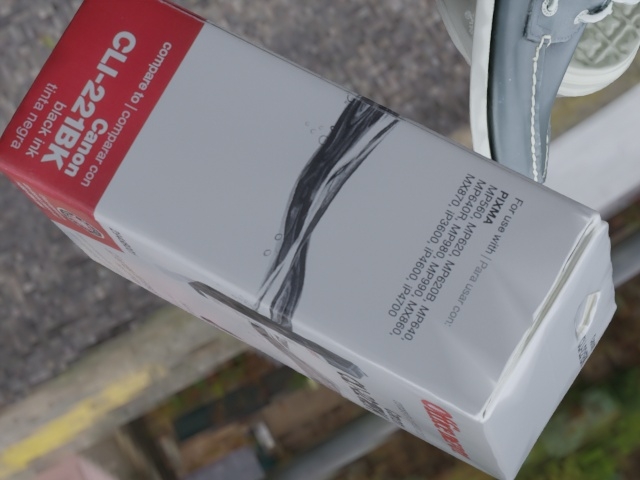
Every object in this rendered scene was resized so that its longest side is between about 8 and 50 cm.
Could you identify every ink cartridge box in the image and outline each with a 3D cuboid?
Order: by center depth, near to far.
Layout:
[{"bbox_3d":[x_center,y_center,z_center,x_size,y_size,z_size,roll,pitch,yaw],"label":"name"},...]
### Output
[{"bbox_3d":[0.000,0.000,0.993,0.114,0.273,0.197,-61,164,-9],"label":"ink cartridge box"}]

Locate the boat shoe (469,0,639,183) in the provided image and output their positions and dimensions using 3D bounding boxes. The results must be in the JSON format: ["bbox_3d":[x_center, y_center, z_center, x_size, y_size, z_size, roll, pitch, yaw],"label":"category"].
[{"bbox_3d":[0.146,-0.168,1.190,0.099,0.116,0.319,6,113,8],"label":"boat shoe"}]

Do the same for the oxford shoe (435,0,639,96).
[{"bbox_3d":[0.144,-0.305,1.468,0.169,0.449,0.130,2,162,-19],"label":"oxford shoe"}]
